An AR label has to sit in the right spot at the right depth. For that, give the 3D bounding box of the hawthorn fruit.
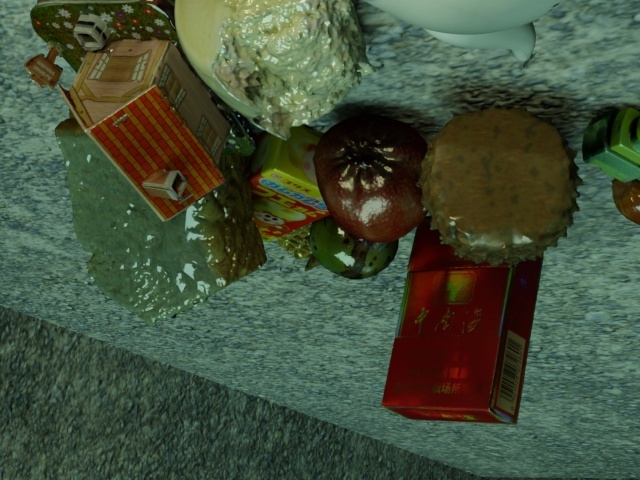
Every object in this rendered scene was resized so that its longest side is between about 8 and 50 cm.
[{"bbox_3d":[0.075,-0.079,1.563,0.169,0.169,0.188,8,161,14],"label":"hawthorn fruit"}]

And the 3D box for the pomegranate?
[{"bbox_3d":[0.046,0.003,1.810,0.148,0.148,0.169,14,146,-4],"label":"pomegranate"}]

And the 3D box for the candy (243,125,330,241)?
[{"bbox_3d":[-0.064,-0.084,1.735,0.146,0.088,0.276,24,157,-25],"label":"candy"}]

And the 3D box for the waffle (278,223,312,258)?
[{"bbox_3d":[0.001,-0.003,1.973,0.149,0.051,0.194,2,153,26],"label":"waffle"}]

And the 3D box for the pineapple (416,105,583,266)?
[{"bbox_3d":[0.236,-0.043,1.516,0.202,0.202,0.362,8,168,12],"label":"pineapple"}]

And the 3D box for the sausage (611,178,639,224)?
[{"bbox_3d":[0.519,-0.029,1.523,0.300,0.083,0.089,16,148,-12],"label":"sausage"}]

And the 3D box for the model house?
[{"bbox_3d":[-0.225,-0.137,1.358,0.207,0.154,0.294,5,151,26],"label":"model house"}]

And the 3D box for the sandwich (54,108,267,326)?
[{"bbox_3d":[-0.226,-0.037,1.657,0.262,0.131,0.325,4,116,27],"label":"sandwich"}]

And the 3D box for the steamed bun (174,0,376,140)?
[{"bbox_3d":[-0.040,-0.203,1.261,0.200,0.170,0.225,0,158,26],"label":"steamed bun"}]

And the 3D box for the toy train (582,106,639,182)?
[{"bbox_3d":[0.413,-0.116,1.353,0.132,0.083,0.200,23,157,-19],"label":"toy train"}]

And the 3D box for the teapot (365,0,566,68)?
[{"bbox_3d":[0.136,-0.287,0.852,0.280,0.252,0.424,-17,141,-16],"label":"teapot"}]

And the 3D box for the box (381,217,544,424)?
[{"bbox_3d":[0.219,0.116,1.766,0.197,0.313,0.089,-5,154,42],"label":"box"}]
